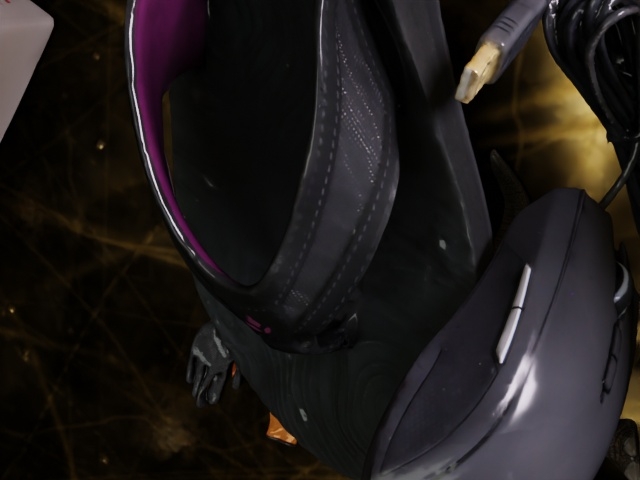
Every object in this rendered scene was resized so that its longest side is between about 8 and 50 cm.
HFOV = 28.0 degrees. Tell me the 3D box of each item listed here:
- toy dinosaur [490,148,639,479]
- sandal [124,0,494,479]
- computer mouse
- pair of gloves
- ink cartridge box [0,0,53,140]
[{"bbox_3d":[0.085,0.118,0.655,0.160,0.121,0.313,-9,102,18],"label":"toy dinosaur"},{"bbox_3d":[-0.026,-0.084,0.547,0.168,0.107,0.445,10,117,35],"label":"sandal"},{"bbox_3d":[0.094,0.010,0.529,0.060,0.262,0.184,7,137,44],"label":"computer mouse"},{"bbox_3d":[-0.039,0.077,0.754,0.083,0.010,0.074,22,111,17],"label":"pair of gloves"},{"bbox_3d":[-0.324,-0.084,0.689,0.198,0.270,0.197,36,112,10],"label":"ink cartridge box"}]
